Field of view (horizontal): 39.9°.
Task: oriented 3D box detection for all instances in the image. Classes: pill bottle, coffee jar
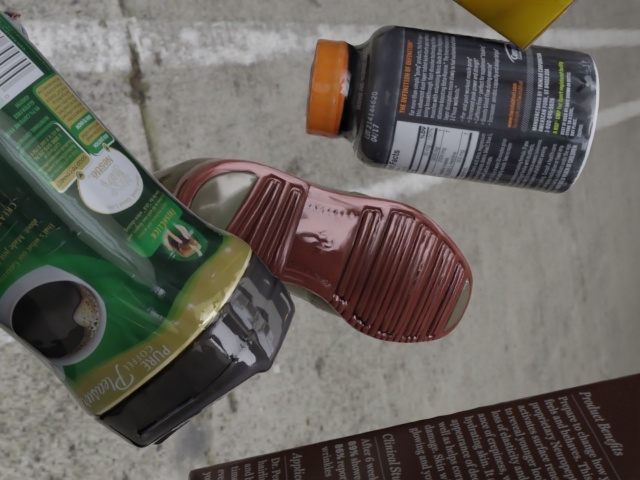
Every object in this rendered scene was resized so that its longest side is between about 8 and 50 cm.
[{"bbox_3d":[0.111,-0.121,0.792,0.130,0.246,0.130,-172,-90,-89],"label":"pill bottle"},{"bbox_3d":[-0.102,0.000,0.354,0.184,0.096,0.079,45,33,-13],"label":"coffee jar"}]

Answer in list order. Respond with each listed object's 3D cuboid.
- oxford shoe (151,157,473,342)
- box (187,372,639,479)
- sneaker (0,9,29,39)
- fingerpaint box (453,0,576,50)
[{"bbox_3d":[0.000,0.000,0.812,0.348,0.130,0.123,26,88,-35],"label":"oxford shoe"},{"bbox_3d":[0.109,0.218,0.573,0.191,0.381,0.143,-100,176,-63],"label":"box"},{"bbox_3d":[-0.357,-0.110,0.818,0.104,0.125,0.261,26,76,-18],"label":"sneaker"},{"bbox_3d":[0.106,-0.438,0.801,0.371,0.163,0.444,30,46,-15],"label":"fingerpaint box"}]
